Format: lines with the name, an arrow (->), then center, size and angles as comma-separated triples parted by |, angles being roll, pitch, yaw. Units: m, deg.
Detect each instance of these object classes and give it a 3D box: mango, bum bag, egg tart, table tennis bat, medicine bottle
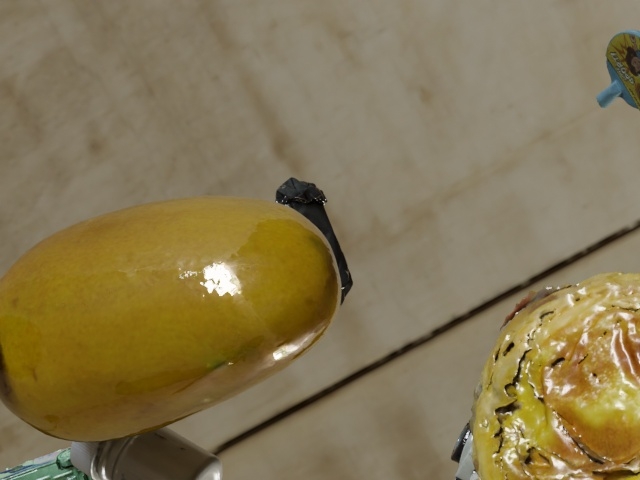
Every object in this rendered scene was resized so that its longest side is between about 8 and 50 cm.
mango -> -0.173, 0.078, 1.504 | 0.232, 0.445, 0.300 | 64, -146, -18
bum bag -> 0.000, 0.000, 1.956 | 0.087, 0.049, 0.198 | -25, -86, -56
egg tart -> 0.261, 0.166, 1.207 | 0.132, 0.297, 0.297 | 27, -151, -49
table tennis bat -> 0.366, -0.193, 1.631 | 0.100, 0.019, 0.155 | 60, 162, 5
medicine bottle -> -0.213, 0.274, 1.697 | 0.168, 0.105, 0.105 | 27, 170, 20

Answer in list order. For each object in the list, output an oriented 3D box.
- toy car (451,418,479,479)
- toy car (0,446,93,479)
toy car -> 0.251, 0.382, 1.994 | 0.193, 0.301, 0.118 | 28, 174, 3
toy car -> -0.392, 0.346, 1.906 | 0.076, 0.224, 0.090 | -128, 20, -71
